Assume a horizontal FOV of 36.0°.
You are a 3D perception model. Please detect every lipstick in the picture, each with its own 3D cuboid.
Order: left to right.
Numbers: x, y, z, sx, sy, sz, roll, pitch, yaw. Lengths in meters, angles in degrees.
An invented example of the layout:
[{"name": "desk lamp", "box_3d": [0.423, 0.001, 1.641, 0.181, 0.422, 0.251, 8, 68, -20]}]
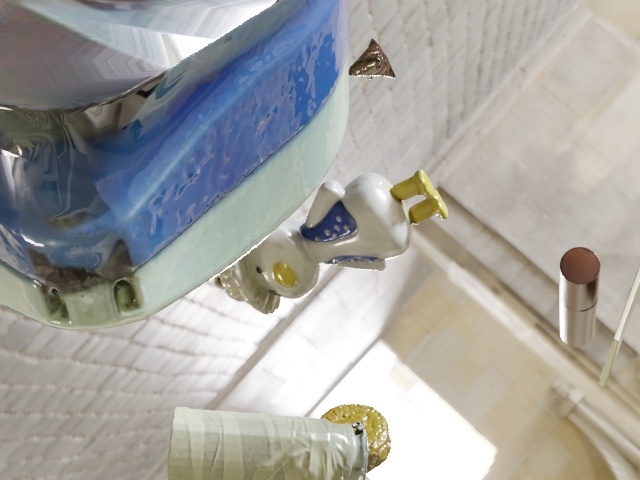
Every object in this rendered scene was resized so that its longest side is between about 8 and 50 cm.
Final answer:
[{"name": "lipstick", "box_3d": [0.378, 0.091, 1.447, 0.057, 0.057, 0.356, -47, 158, -5]}]

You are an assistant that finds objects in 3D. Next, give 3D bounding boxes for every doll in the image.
[{"name": "doll", "box_3d": [0.000, 0.000, 1.136, 0.293, 0.138, 0.119, -21, -140, 19]}]

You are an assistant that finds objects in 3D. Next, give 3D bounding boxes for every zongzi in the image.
[{"name": "zongzi", "box_3d": [0.099, -0.292, 1.651, 0.067, 0.073, 0.083, -27, -156, 41]}]

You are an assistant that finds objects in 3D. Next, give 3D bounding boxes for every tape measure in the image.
[{"name": "tape measure", "box_3d": [-0.118, -0.094, 0.478, 0.262, 0.259, 0.138, -39, 147, -38]}]

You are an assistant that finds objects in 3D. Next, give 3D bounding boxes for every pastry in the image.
[{"name": "pastry", "box_3d": [0.040, 0.252, 1.251, 0.097, 0.109, 0.057, -34, 137, -29]}]

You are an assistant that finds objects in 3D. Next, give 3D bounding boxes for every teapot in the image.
[{"name": "teapot", "box_3d": [-0.054, 0.231, 1.000, 0.077, 0.201, 0.107, -152, -113, -83]}]

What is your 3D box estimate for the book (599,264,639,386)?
[{"name": "book", "box_3d": [0.439, 0.113, 1.421, 0.172, 0.012, 0.118, -57, 157, -35]}]
